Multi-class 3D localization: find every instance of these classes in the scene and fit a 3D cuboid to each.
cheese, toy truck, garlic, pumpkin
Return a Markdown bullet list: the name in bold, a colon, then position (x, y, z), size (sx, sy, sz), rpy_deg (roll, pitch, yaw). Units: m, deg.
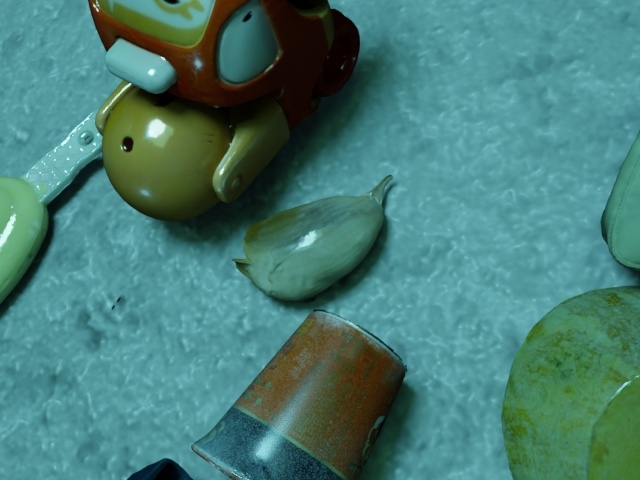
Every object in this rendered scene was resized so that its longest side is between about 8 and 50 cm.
- **cheese**: position (-0.295, -0.033, 0.700), size (0.127, 0.050, 0.255), rpy_deg (40, 82, 26)
- **toy truck**: position (-0.101, -0.153, 0.587), size (0.189, 0.265, 0.239), rpy_deg (27, 68, 23)
- **garlic**: position (-0.002, -0.002, 0.600), size (0.152, 0.066, 0.084), rpy_deg (-22, 64, 8)
- **pumpkin**: position (0.233, 0.124, 0.475), size (0.217, 0.110, 0.217), rpy_deg (-3, 74, 9)

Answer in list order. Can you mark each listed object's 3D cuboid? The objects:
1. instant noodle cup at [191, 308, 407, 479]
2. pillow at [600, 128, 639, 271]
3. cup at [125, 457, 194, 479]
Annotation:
- **instant noodle cup**: position (-0.006, 0.130, 0.531), size (0.127, 0.127, 0.135), rpy_deg (27, 70, 22)
- **pillow**: position (0.376, -0.052, 0.454), size (0.322, 0.120, 0.255), rpy_deg (21, 107, 13)
- **cup**: position (-0.099, 0.234, 0.487), size (0.131, 0.155, 0.176), rpy_deg (-28, 67, 2)
